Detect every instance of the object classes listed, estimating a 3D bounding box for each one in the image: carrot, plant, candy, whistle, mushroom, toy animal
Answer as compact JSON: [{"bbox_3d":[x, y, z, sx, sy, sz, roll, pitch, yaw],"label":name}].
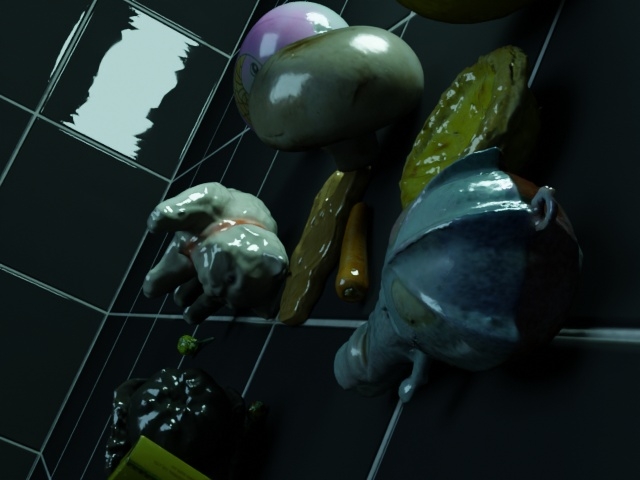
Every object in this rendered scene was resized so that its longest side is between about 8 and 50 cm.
[{"bbox_3d":[0.039,0.007,1.119,0.037,0.037,0.190,-54,17,31],"label":"carrot"},{"bbox_3d":[-0.175,0.248,1.171,0.256,0.164,0.141,103,171,-57],"label":"plant"},{"bbox_3d":[-0.214,0.177,1.677,0.123,0.035,0.035,-24,46,55],"label":"candy"},{"bbox_3d":[-0.090,0.234,1.203,0.025,0.023,0.083,-104,33,-56],"label":"candy"},{"bbox_3d":[0.093,0.048,0.739,0.142,0.134,0.346,65,154,17],"label":"whistle"},{"bbox_3d":[0.022,-0.175,1.214,0.226,0.226,0.178,-131,30,-73],"label":"mushroom"},{"bbox_3d":[-0.127,0.052,1.432,0.266,0.188,0.307,-53,-18,-53],"label":"toy animal"}]

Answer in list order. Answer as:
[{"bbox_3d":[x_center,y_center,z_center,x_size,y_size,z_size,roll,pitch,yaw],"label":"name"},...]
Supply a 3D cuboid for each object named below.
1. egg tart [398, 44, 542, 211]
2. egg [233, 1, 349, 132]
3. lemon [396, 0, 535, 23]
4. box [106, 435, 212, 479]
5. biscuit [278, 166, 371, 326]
[{"bbox_3d":[0.141,-0.087,0.869,0.191,0.074,0.191,-56,16,25],"label":"egg tart"},{"bbox_3d":[-0.042,-0.262,1.549,0.271,0.196,0.196,106,-178,-60],"label":"egg"},{"bbox_3d":[0.154,-0.336,0.963,0.228,0.228,0.253,-65,17,-9],"label":"lemon"},{"bbox_3d":[-0.198,0.338,1.103,0.279,0.153,0.041,-51,5,40],"label":"box"},{"bbox_3d":[-0.001,0.002,1.273,0.236,0.040,0.144,-66,10,-20],"label":"biscuit"}]
